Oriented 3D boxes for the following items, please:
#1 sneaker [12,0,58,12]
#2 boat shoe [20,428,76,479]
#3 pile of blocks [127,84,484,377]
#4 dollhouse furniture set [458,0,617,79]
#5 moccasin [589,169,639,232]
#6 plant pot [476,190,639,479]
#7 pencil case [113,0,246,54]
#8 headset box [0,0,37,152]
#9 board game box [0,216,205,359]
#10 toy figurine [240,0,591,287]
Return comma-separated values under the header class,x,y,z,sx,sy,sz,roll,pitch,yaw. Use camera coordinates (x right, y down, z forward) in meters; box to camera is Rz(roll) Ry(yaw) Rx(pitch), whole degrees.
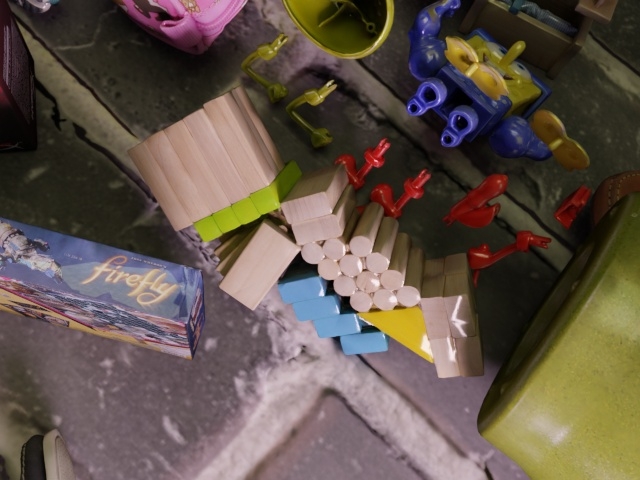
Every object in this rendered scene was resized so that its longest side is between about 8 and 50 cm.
class,x,y,z,sx,sy,sz,roll,pitch,yaw
sneaker,-0.329,-0.361,0.656,0.110,0.107,0.275,-25,77,-26
boat shoe,-0.217,0.261,0.468,0.079,0.084,0.233,-3,75,-11
pile of blocks,0.000,0.000,0.598,0.362,0.149,0.112,39,26,-5
dollhouse furniture set,0.261,-0.300,0.686,0.129,0.183,0.129,27,69,0
moccasin,0.456,0.011,0.632,0.380,0.147,0.139,21,69,-2
plant pot,0.328,0.149,0.484,0.353,0.366,0.366,32,69,15
pencil case,-0.072,-0.368,0.643,0.386,0.167,0.160,-52,128,-11
headset box,-0.366,-0.172,0.479,0.218,0.293,0.110,-6,72,-12
board game box,-0.215,0.033,0.503,0.243,0.165,0.042,16,69,-5
toy figurine,0.127,-0.154,0.668,0.362,0.191,0.217,44,41,10
